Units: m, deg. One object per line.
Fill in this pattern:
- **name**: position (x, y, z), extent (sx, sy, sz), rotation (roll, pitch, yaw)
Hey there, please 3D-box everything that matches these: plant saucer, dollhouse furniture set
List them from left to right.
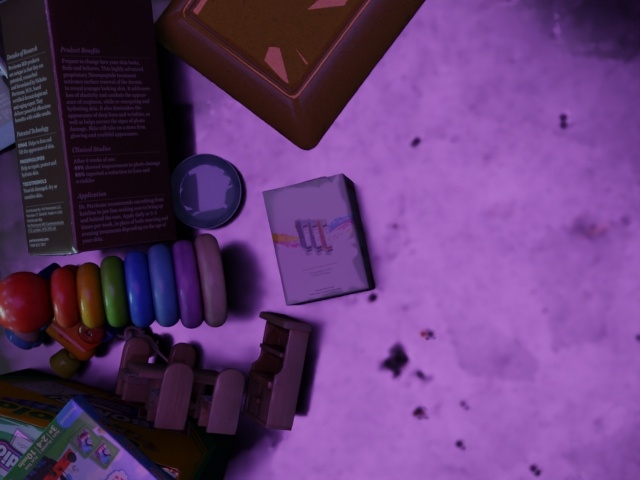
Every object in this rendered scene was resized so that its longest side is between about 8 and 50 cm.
- **plant saucer**: position (-0.181, -0.077, 1.631), extent (0.119, 0.021, 0.119), rotation (0, 87, 7)
- **dollhouse furniture set**: position (-0.155, 0.180, 1.518), extent (0.242, 0.212, 0.161), rotation (10, 91, -26)
- **plant saucer**: position (-0.055, -0.366, 1.597), extent (0.333, 0.081, 0.332), rotation (37, 94, 8)

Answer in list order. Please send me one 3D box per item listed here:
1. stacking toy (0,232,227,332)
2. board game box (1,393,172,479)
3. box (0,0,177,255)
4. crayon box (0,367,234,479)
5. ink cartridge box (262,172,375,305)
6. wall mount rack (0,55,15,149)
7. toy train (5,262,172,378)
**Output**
- **stacking toy**: position (-0.307, 0.079, 1.504), extent (0.330, 0.141, 0.141), rotation (-8, 86, -10)
- **board game box**: position (-0.282, 0.325, 1.304), extent (0.211, 0.039, 0.160), rotation (41, 94, 5)
- **box**: position (-0.345, -0.175, 1.538), extent (0.143, 0.191, 0.381), rotation (-1, 94, 43)
- **crayon box**: position (-0.338, 0.292, 1.491), extent (0.363, 0.313, 0.106), rotation (15, 90, 8)
- **ink cartridge box**: position (0.000, 0.000, 1.548), extent (0.127, 0.128, 0.176), rotation (-12, 85, 8)
- **wall mount rack**: position (-0.529, -0.125, 1.638), extent (0.350, 0.130, 0.304), rotation (-27, 117, 7)
- **toy train**: position (-0.367, 0.164, 1.619), extent (0.248, 0.105, 0.143), rotation (41, 110, -2)
